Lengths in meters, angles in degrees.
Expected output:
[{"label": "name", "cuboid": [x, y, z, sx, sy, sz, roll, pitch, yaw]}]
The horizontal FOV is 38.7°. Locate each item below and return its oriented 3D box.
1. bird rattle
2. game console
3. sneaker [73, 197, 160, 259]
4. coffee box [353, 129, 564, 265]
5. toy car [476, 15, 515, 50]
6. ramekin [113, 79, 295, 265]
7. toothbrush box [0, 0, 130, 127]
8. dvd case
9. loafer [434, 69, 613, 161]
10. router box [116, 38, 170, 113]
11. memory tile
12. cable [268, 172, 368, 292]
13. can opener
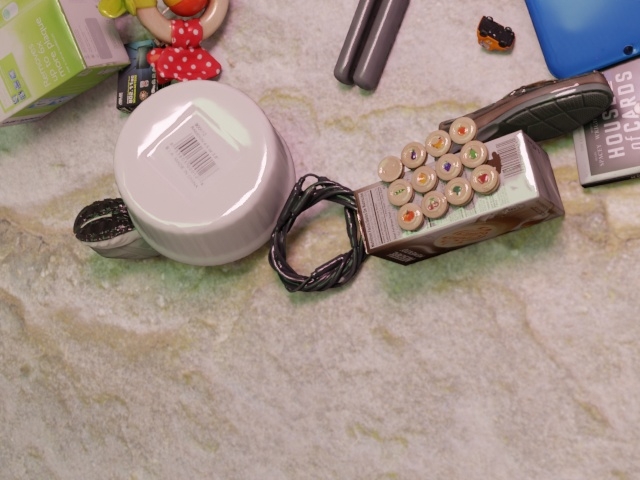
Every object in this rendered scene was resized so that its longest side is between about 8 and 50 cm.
[{"label": "bird rattle", "cuboid": [-0.238, -0.383, 1.499, 0.207, 0.143, 0.253, -47, 107, -6]}, {"label": "game console", "cuboid": [0.420, -0.393, 1.235, 0.293, 0.173, 0.250, -18, 37, 23]}, {"label": "sneaker", "cuboid": [-0.267, -0.020, 1.519, 0.271, 0.108, 0.100, -3, 61, 12]}, {"label": "coffee box", "cuboid": [0.189, -0.052, 1.251, 0.246, 0.141, 0.098, -19, 73, 25]}, {"label": "toy car", "cuboid": [0.250, -0.328, 1.335, 0.040, 0.060, 0.122, 128, 150, -60]}, {"label": "ramekin", "cuboid": [-0.183, -0.110, 1.404, 0.277, 0.135, 0.277, -1, 74, 5]}, {"label": "toothbrush box", "cuboid": [-0.506, -0.348, 1.622, 0.283, 0.122, 0.206, -20, 93, 35]}, {"label": "dvd case", "cuboid": [0.449, -0.178, 1.198, 0.238, 0.029, 0.179, -11, 76, 26]}, {"label": "loafer", "cuboid": [0.265, -0.176, 1.247, 0.267, 0.096, 0.084, -24, 56, 35]}, {"label": "router box", "cuboid": [-0.312, -0.291, 1.613, 0.092, 0.038, 0.122, -3, 80, 28]}, {"label": "memory tile", "cuboid": [0.151, -0.087, 1.189, 0.148, 0.012, 0.113, -27, 67, 22]}, {"label": "cable", "cuboid": [0.000, 0.000, 1.385, 0.150, 0.047, 0.184, 27, 99, 7]}, {"label": "can opener", "cuboid": [0.087, -0.376, 1.384, 0.076, 0.095, 0.283, 21, 91, 30]}]
